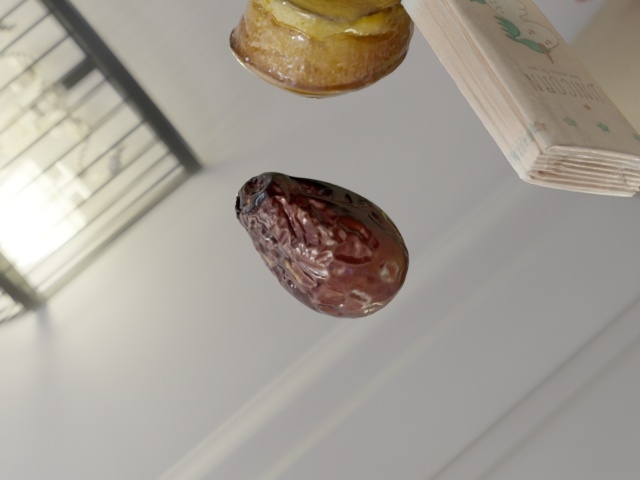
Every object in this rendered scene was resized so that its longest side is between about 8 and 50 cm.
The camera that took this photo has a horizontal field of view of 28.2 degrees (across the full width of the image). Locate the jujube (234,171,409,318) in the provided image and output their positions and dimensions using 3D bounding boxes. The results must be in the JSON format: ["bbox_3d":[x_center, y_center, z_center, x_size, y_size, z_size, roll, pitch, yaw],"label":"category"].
[{"bbox_3d":[0.000,0.000,1.624,0.236,0.168,0.168,35,-179,-21],"label":"jujube"}]

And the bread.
[{"bbox_3d":[0.010,-0.274,1.568,0.195,0.269,0.143,32,129,16],"label":"bread"}]

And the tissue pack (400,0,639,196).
[{"bbox_3d":[0.228,-0.180,1.427,0.170,0.071,0.325,6,-139,-34],"label":"tissue pack"}]
